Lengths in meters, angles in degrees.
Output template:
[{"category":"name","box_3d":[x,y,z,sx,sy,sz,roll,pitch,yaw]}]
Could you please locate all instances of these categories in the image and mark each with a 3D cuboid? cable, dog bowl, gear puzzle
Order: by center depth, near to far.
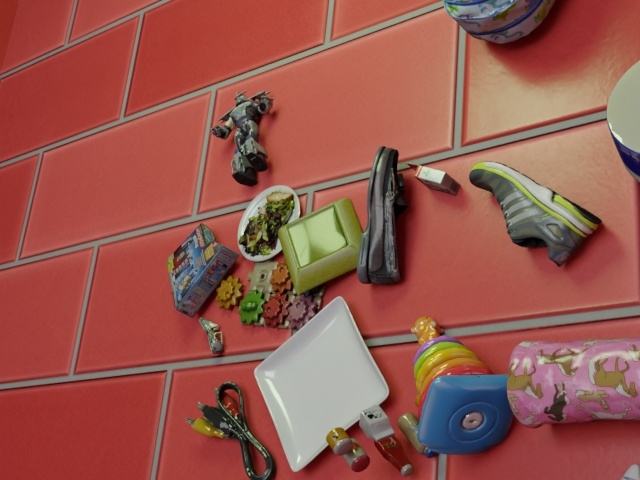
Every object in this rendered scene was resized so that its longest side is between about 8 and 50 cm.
[{"category":"dog bowl","box_3d":[0.629,-0.213,1.612,0.264,0.104,0.265,-20,47,23]},{"category":"cable","box_3d":[-0.175,0.422,2.106,0.287,0.072,0.139,34,76,33]},{"category":"gear puzzle","box_3d":[-0.128,0.114,2.201,0.338,0.044,0.176,1,70,42]}]

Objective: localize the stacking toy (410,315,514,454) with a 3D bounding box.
[{"category":"stacking toy","box_3d":[0.231,0.239,1.765,0.302,0.175,0.166,-113,29,-56]}]

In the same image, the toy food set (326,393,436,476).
[{"category":"toy food set","box_3d":[0.134,0.377,1.767,0.104,0.232,0.111,49,145,43]}]

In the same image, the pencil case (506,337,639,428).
[{"category":"pencil case","box_3d":[0.489,0.221,1.519,0.386,0.167,0.160,-11,42,38]}]

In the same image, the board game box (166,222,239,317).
[{"category":"board game box","box_3d":[-0.290,0.057,2.350,0.194,0.060,0.194,-44,37,19]}]

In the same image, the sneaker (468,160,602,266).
[{"category":"sneaker","box_3d":[0.380,-0.058,1.798,0.300,0.111,0.121,38,100,47]}]

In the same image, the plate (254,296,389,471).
[{"category":"plate","box_3d":[0.005,0.301,1.993,0.278,0.045,0.277,-43,47,18]}]

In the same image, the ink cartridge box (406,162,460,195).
[{"category":"ink cartridge box","box_3d":[0.230,-0.130,1.992,0.115,0.063,0.029,19,81,45]}]

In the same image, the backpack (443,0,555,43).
[{"category":"backpack","box_3d":[0.385,-0.590,1.978,0.290,0.273,0.356,16,93,38]}]

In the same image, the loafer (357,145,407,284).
[{"category":"loafer","box_3d":[0.148,-0.051,2.017,0.095,0.109,0.303,5,78,19]}]

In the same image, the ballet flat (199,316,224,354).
[{"category":"ballet flat","box_3d":[-0.256,0.223,2.272,0.041,0.041,0.114,-44,47,16]}]

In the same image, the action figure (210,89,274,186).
[{"category":"action figure","box_3d":[-0.190,-0.283,2.416,0.185,0.099,0.285,-36,47,29]}]

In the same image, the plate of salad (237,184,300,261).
[{"category":"plate of salad","box_3d":[-0.132,-0.046,2.277,0.199,0.048,0.200,-20,55,33]}]

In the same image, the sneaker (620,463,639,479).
[{"category":"sneaker","box_3d":[0.561,0.415,1.408,0.297,0.111,0.129,9,70,42]}]

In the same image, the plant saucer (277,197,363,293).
[{"category":"plant saucer","box_3d":[0.000,0.000,2.104,0.188,0.045,0.188,-25,52,8]}]
